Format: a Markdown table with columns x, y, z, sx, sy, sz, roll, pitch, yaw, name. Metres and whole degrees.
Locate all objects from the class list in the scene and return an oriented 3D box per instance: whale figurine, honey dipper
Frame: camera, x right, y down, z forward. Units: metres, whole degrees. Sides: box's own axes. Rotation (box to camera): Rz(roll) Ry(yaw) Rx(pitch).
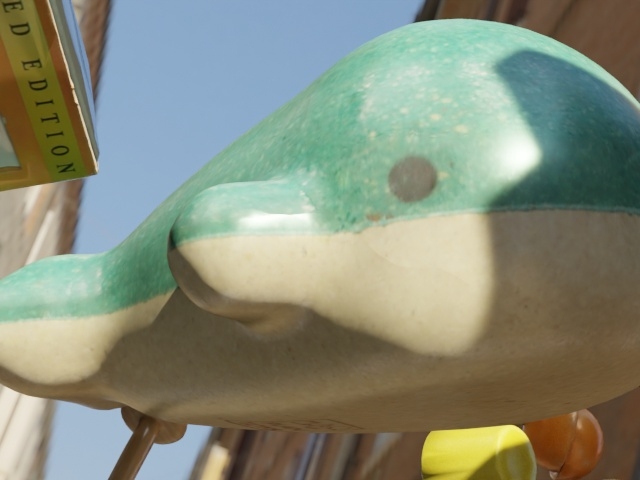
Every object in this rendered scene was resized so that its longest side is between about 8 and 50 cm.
| x | y | z | sx | sy | sz | roll | pitch | yaw | name |
| --- | --- | --- | --- | --- | --- | --- | --- | --- | --- |
| 0.000 | 0.000 | 0.589 | 0.272 | 0.141 | 0.216 | -9 | -14 | 22 | whale figurine |
| -0.084 | 0.103 | 0.627 | 0.030 | 0.161 | 0.030 | 12 | -47 | 13 | honey dipper |

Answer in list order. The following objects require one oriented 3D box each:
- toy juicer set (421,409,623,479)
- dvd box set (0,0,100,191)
| x | y | z | sx | sy | sz | roll | pitch | yaw | name |
| --- | --- | --- | --- | --- | --- | --- | --- | --- | --- |
| 0.184 | 0.272 | 1.173 | 0.089 | 0.329 | 0.209 | -17 | 2 | 37 | toy juicer set |
| -0.295 | -0.085 | 0.464 | 0.420 | 0.062 | 0.307 | -10 | -28 | -3 | dvd box set |
